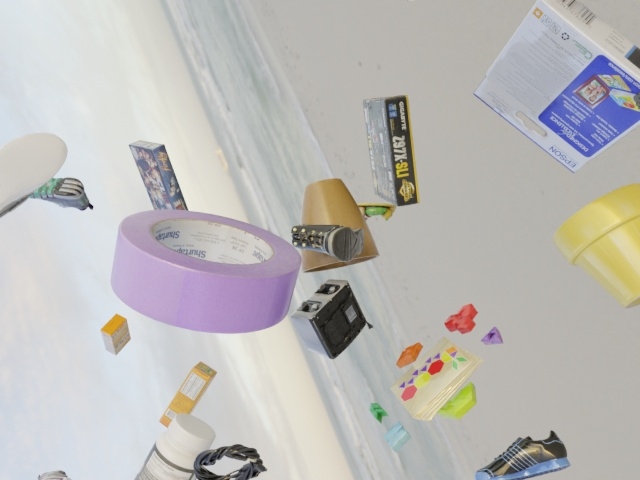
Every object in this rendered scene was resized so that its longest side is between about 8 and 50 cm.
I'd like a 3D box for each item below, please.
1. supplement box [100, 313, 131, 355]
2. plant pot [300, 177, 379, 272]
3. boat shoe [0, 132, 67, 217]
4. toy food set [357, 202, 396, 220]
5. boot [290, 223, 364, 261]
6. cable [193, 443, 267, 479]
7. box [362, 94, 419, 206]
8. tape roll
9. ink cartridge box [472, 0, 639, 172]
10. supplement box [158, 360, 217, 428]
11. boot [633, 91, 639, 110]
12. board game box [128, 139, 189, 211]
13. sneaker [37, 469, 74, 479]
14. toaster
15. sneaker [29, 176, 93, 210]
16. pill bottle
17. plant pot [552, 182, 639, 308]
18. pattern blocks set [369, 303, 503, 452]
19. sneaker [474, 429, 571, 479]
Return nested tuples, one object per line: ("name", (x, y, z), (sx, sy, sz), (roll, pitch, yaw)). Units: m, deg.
("supplement box", (-0.531, 0.245, 1.392), (0.036, 0.062, 0.098), (24, 138, 12))
("plant pot", (0.035, -0.049, 1.603), (0.237, 0.237, 0.254), (118, 140, -82))
("boat shoe", (-0.669, -0.113, 1.136), (0.108, 0.301, 0.102), (45, 162, -15))
("toy food set", (0.192, -0.107, 2.130), (0.128, 0.218, 0.071), (32, -121, -82))
("boot", (0.000, 0.002, 1.348), (0.236, 0.179, 0.085), (-10, -77, -69))
("cable", (-0.231, 0.550, 1.297), (0.047, 0.185, 0.150), (-93, -22, -47))
("box", (0.216, -0.284, 1.668), (0.257, 0.080, 0.321), (-123, 23, -74))
("tape roll", (-0.172, 0.038, 0.824), (0.275, 0.275, 0.090), (-125, 48, -65))
("ink cartridge box", (0.506, -0.316, 1.107), (0.304, 0.072, 0.307), (41, 164, 6))
("supplement box", (-0.447, 0.528, 1.810), (0.080, 0.233, 0.078), (35, -174, 4))
("boot", (0.454, -0.161, 0.638), (0.121, 0.099, 0.045), (46, -157, -3))
("board game box", (-0.467, -0.167, 1.563), (0.165, 0.042, 0.243), (17, 130, 47))
("sneaker", (-0.429, 0.412, 0.906), (0.098, 0.038, 0.069), (31, 168, -27))
("toaster", (0.030, 0.219, 1.477), (0.110, 0.168, 0.185), (7, 131, 49))
("sneaker", (-0.706, -0.119, 1.392), (0.098, 0.224, 0.083), (82, -156, -55))
("pill bottle", (-0.435, 0.666, 1.567), (0.161, 0.283, 0.161), (29, 179, 1))
("plant pot", (0.758, 0.027, 1.330), (0.254, 0.254, 0.238), (80, 167, -63))
("pattern blocks set", (0.241, 0.285, 1.123), (0.026, 0.325, 0.285), (48, -174, -16))
("sneaker", (0.486, 0.539, 1.320), (0.081, 0.232, 0.090), (55, -161, -53))
